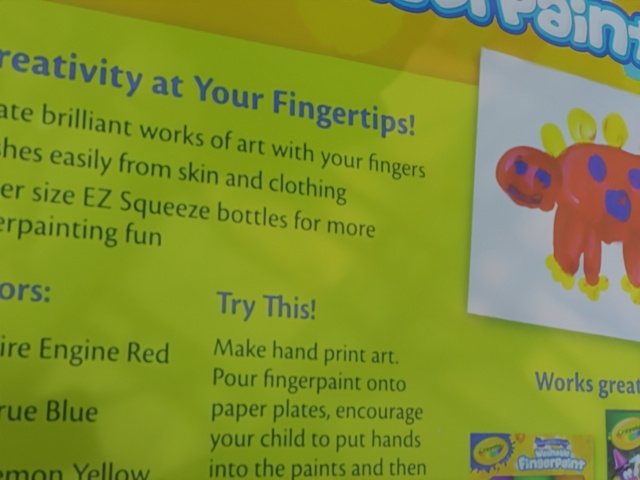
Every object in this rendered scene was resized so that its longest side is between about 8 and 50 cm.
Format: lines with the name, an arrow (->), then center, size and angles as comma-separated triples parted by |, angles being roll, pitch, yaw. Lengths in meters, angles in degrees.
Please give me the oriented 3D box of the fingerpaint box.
fingerpaint box -> 0.000, 0.000, 0.465 | 0.163, 0.445, 0.371 | -20, -113, 62
